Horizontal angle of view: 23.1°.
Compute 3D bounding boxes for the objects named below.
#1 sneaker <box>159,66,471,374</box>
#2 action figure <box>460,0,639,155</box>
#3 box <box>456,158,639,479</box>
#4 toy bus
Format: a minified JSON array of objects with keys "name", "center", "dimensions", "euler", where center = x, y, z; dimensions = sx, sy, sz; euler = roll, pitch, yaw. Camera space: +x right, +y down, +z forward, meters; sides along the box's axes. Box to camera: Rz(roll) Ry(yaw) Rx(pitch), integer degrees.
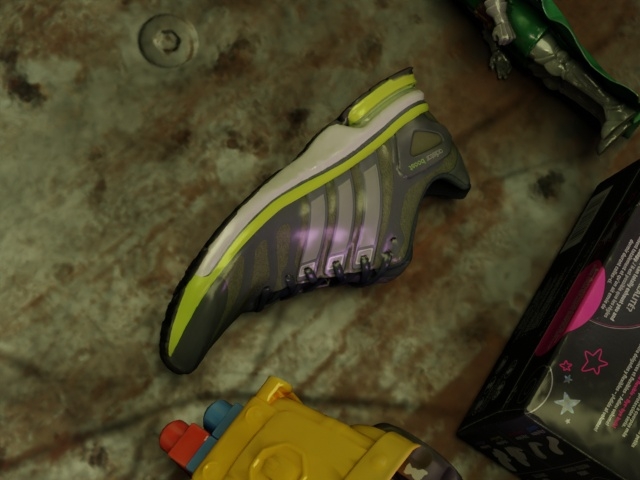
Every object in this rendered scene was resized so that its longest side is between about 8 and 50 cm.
[{"name":"sneaker","center":[0.000,0.000,1.180],"dimensions":[0.121,0.111,0.300],"euler":[46,75,0]},{"name":"action figure","center":[0.161,-0.170,1.259],"dimensions":[0.063,0.137,0.232],"euler":[-42,77,-5]},{"name":"box","center":[0.238,0.073,1.171],"dimensions":[0.142,0.163,0.247],"euler":[34,72,-4]},{"name":"toy bus","center":[-0.009,0.194,1.103],"dimensions":[0.211,0.220,0.149],"euler":[27,74,33]}]
